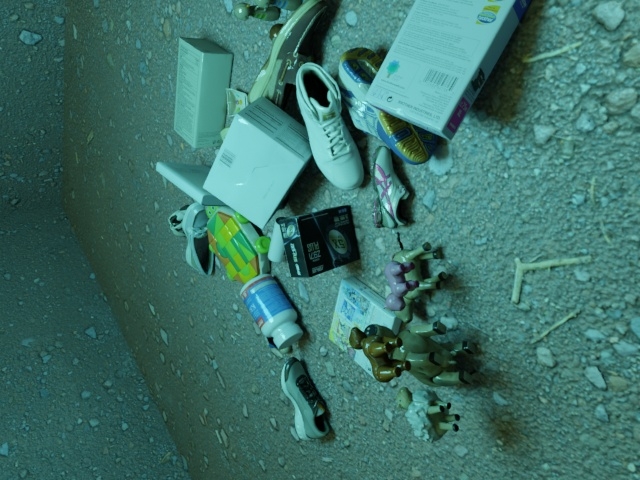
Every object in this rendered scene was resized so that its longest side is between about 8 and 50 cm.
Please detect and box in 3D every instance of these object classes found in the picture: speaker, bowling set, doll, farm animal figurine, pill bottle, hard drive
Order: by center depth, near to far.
[{"bbox_3d":[0.187,0.201,0.981,0.327,0.330,0.172,49,139,-14],"label":"farm animal figurine"},{"bbox_3d":[-0.141,-0.598,1.137,0.287,0.154,0.200,-3,100,50],"label":"bowling set"},{"bbox_3d":[-0.123,-0.001,1.392,0.055,0.055,0.136,41,130,33],"label":"speaker"},{"bbox_3d":[-0.150,0.225,1.444,0.222,0.124,0.124,53,136,23],"label":"pill bottle"},{"bbox_3d":[-0.378,-0.187,1.510,0.307,0.203,0.040,33,115,38],"label":"hard drive"},{"bbox_3d":[-0.164,0.304,1.548,0.189,0.046,0.129,49,135,28],"label":"doll"}]

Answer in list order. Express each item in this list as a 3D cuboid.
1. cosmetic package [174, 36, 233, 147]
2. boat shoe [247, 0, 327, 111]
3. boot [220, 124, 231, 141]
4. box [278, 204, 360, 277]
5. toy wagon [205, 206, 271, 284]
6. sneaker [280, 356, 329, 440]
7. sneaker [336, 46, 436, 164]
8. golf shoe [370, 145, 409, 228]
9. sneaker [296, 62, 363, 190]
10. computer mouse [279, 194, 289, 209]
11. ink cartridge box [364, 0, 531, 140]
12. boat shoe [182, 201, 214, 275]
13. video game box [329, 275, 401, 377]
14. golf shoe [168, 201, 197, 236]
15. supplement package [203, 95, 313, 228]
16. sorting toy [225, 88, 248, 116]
[{"bbox_3d":[-0.388,-0.478,1.496,0.160,0.113,0.310,42,130,32],"label":"cosmetic package"},{"bbox_3d":[-0.063,-0.442,1.150,0.123,0.123,0.342,39,131,-5],"label":"boat shoe"},{"bbox_3d":[-0.206,-0.257,1.371,0.261,0.095,0.204,-5,98,52],"label":"boot"},{"bbox_3d":[0.000,0.000,1.151,0.077,0.180,0.148,-5,98,50],"label":"box"},{"bbox_3d":[-0.302,-0.013,1.555,0.344,0.068,0.267,55,138,4],"label":"toy wagon"},{"bbox_3d":[-0.042,0.494,1.445,0.107,0.100,0.272,-18,92,36],"label":"sneaker"},{"bbox_3d":[0.136,-0.270,0.986,0.297,0.111,0.131,60,158,16],"label":"sneaker"},{"bbox_3d":[0.158,-0.120,1.030,0.085,0.067,0.186,0,103,22],"label":"golf shoe"},{"bbox_3d":[0.017,-0.250,1.037,0.169,0.108,0.293,-82,-34,-86],"label":"sneaker"},{"bbox_3d":[-0.113,-0.192,1.328,0.071,0.041,0.242,37,129,35],"label":"computer mouse"},{"bbox_3d":[0.227,-0.353,0.807,0.185,0.065,0.311,36,106,36],"label":"ink cartridge box"},{"bbox_3d":[-0.444,-0.007,1.723,0.103,0.118,0.321,38,133,28],"label":"boat shoe"},{"bbox_3d":[0.113,0.225,1.200,0.187,0.048,0.205,34,126,35],"label":"video game box"},{"bbox_3d":[-0.554,-0.080,1.819,0.272,0.120,0.105,-30,81,51],"label":"golf shoe"},{"bbox_3d":[-0.156,-0.203,1.220,0.204,0.145,0.262,36,130,-3],"label":"supplement package"},{"bbox_3d":[-0.251,-0.425,1.413,0.075,0.044,0.083,14,112,38],"label":"sorting toy"}]
